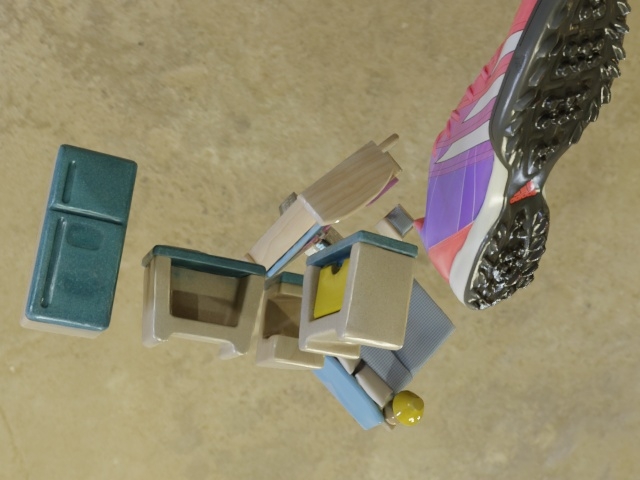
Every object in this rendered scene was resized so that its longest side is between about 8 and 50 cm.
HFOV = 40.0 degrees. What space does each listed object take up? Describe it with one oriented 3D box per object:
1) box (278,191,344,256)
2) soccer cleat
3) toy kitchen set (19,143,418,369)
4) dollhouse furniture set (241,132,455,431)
[{"bbox_3d":[0.000,0.000,1.747,0.175,0.220,0.051,42,98,-16],"label":"box"},{"bbox_3d":[0.138,-0.086,0.685,0.108,0.116,0.318,-20,139,-26],"label":"soccer cleat"},{"bbox_3d":[-0.067,0.003,0.562,0.207,0.166,0.122,12,72,-22],"label":"toy kitchen set"},{"bbox_3d":[0.106,0.041,1.131,0.303,0.198,0.286,50,56,1],"label":"dollhouse furniture set"}]
